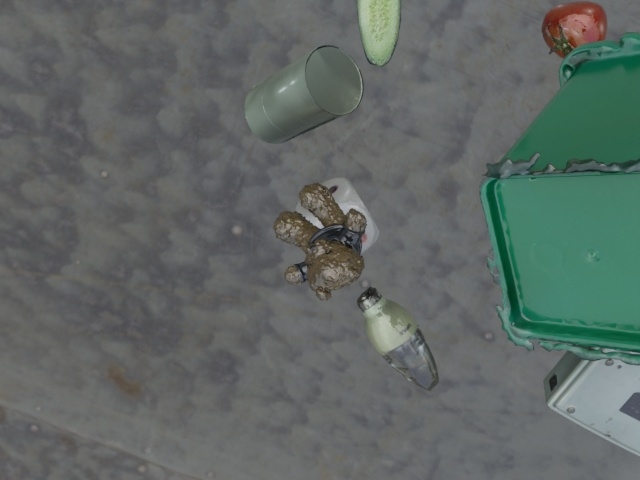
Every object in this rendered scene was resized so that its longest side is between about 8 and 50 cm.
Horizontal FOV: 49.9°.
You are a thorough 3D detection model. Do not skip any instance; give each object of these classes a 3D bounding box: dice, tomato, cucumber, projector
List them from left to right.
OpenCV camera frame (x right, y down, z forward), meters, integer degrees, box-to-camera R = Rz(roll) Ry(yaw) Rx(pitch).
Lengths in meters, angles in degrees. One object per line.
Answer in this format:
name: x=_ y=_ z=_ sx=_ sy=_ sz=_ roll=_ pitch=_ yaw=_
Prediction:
dice: x=0.049 y=-0.058 z=2.035 sx=0.191 sy=0.194 sz=0.193 roll=-32 pitch=118 yaw=5
cucumber: x=0.143 y=-0.562 z=1.732 sx=0.115 sy=0.063 sz=0.244 roll=2 pitch=99 yaw=0
tomato: x=0.654 y=-0.535 z=1.747 sx=0.167 sy=0.167 sz=0.167 roll=3 pitch=117 yaw=5
projector: x=0.328 y=0.157 z=0.715 sx=0.147 sy=0.061 sz=0.115 roll=28 pitch=116 yaw=-1

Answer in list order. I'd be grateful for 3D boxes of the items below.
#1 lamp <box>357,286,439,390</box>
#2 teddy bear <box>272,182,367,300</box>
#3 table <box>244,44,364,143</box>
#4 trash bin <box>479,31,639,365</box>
lamp: x=0.156 y=0.197 z=1.352 sx=0.101 sy=0.101 sz=0.250 roll=-34 pitch=101 yaw=21
teddy bear: x=0.016 y=0.005 z=1.243 sx=0.129 sy=0.251 sz=0.182 roll=22 pitch=119 yaw=-29
table: x=-0.036 y=-0.261 z=1.260 sx=0.126 sy=0.126 sz=0.220 roll=50 pitch=151 yaw=-18
trash bin: x=0.353 y=-0.057 z=0.703 sx=0.295 sy=0.381 sz=0.259 roll=2 pitch=120 yaw=42
